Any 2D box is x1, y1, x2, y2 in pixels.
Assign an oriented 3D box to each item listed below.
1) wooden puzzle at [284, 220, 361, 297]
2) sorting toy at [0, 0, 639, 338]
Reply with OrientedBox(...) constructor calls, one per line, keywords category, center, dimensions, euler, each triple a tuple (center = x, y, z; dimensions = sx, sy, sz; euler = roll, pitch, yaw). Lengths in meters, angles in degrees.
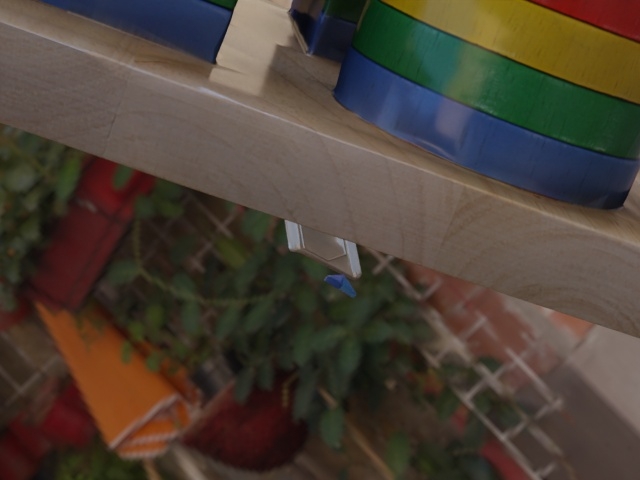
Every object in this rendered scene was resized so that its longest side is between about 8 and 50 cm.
OrientedBox(category="wooden puzzle", center=(0.000, 0.000, 1.236), dimensions=(0.014, 0.078, 0.116), euler=(-50, 25, 29))
OrientedBox(category="sorting toy", center=(-0.008, -0.082, 0.454), dimensions=(0.257, 0.255, 0.089), euler=(-108, 38, -73))
